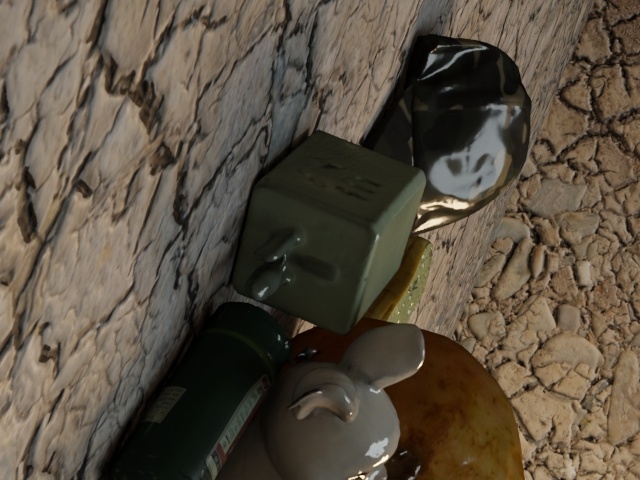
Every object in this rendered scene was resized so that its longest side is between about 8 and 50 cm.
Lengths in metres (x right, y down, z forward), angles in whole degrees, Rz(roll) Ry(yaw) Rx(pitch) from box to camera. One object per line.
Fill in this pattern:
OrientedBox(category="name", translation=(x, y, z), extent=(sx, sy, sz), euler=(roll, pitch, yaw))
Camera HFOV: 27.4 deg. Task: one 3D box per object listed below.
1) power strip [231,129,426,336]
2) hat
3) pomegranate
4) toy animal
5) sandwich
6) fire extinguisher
OrientedBox(category="power strip", translation=(0.000, 0.000, 1.336), extent=(0.224, 0.140, 0.139), euler=(-49, 158, -58))
OrientedBox(category="hat", translation=(0.155, -0.055, 1.794), extent=(0.366, 0.257, 0.381), euler=(90, 6, -55))
OrientedBox(category="pomegranate", translation=(0.068, 0.290, 1.631), extent=(0.410, 0.410, 0.410), euler=(22, 90, -78))
OrientedBox(category="toy animal", translation=(-0.015, 0.214, 1.330), extent=(0.208, 0.154, 0.325), euler=(-29, 149, -41))
OrientedBox(category="sandwich", translation=(0.091, 0.121, 2.060), extent=(0.226, 0.087, 0.251), euler=(97, 19, -46))
OrientedBox(category="fire extinguisher", translation=(-0.127, 0.190, 1.229), extent=(0.294, 0.093, 0.118), euler=(-58, -176, -39))
